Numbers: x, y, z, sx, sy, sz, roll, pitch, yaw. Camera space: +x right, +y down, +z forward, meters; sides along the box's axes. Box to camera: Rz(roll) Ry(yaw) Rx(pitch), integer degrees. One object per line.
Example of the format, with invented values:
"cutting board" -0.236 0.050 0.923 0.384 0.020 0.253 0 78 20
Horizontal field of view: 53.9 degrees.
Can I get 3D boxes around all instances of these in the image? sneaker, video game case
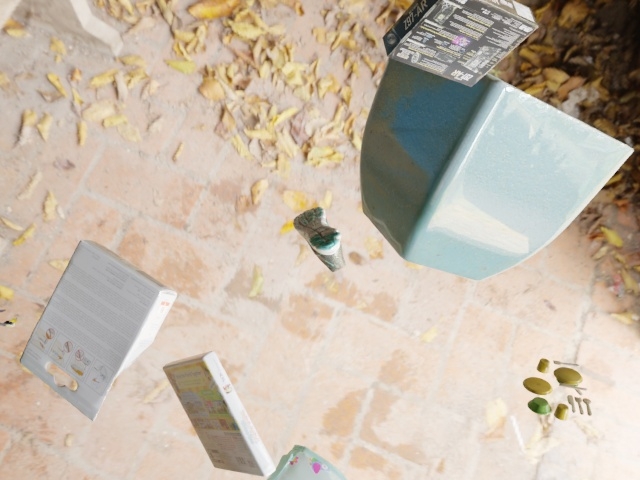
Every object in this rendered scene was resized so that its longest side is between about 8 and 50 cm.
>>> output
"sneaker" 0.000 0.000 1.090 0.064 0.166 0.076 -25 121 -2
"video game case" -0.175 0.286 1.037 0.026 0.227 0.206 -28 91 -32

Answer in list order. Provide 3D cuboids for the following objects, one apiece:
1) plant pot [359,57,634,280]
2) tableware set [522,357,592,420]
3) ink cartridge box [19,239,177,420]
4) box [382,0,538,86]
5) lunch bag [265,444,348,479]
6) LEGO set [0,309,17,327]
"plant pot" 0.192 -0.094 0.846 0.247 0.248 0.252 15 114 -29
"tableware set" 0.385 0.245 1.040 0.103 0.154 0.024 8 114 10
"ink cartridge box" -0.279 0.109 0.789 0.145 0.045 0.179 28 94 21
"box" 0.095 -0.142 0.431 0.083 0.067 0.018 8 59 -32
"lunch bag" -0.017 0.504 1.038 0.262 0.160 0.223 47 50 1
"LEGO set" -0.653 0.115 0.945 0.254 0.331 0.192 -9 63 3
